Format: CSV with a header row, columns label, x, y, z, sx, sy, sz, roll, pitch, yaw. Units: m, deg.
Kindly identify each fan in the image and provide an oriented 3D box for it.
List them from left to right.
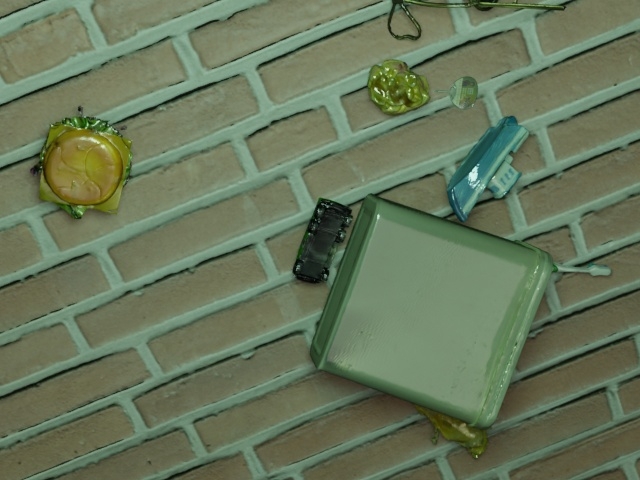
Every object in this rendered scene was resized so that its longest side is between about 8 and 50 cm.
label,x,y,z,sx,sy,sz,roll,pitch,yaw
fan,0.256,-0.278,1.875,0.080,0.003,0.060,30,103,-19

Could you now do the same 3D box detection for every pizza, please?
label,x,y,z,sx,sy,sz,roll,pitch,yaw
pizza,0.295,0.328,2.078,0.279,0.075,0.288,-25,112,1

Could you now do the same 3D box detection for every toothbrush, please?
label,x,y,z,sx,sy,sz,roll,pitch,yaw
toothbrush,0.430,0.051,2.019,0.303,0.030,0.030,3,110,-11

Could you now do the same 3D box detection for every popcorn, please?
label,x,y,z,sx,sy,sz,roll,pitch,yaw
popcorn,0.138,-0.267,1.819,0.109,0.089,0.097,15,119,-18

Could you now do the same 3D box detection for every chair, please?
label,x,y,z,sx,sy,sz,roll,pitch,yaw
chair,0.269,-0.460,1.740,0.325,0.170,0.160,0,125,38

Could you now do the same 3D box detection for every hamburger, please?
label,x,y,z,sx,sy,sz,roll,pitch,yaw
hamburger,-0.408,-0.131,1.771,0.164,0.093,0.190,23,104,-15

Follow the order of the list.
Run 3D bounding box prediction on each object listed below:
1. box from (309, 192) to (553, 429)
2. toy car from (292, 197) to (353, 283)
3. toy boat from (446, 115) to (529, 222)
label,x,y,z,sx,sy,sz,roll,pitch,yaw
box,0.197,0.127,1.897,0.343,0.177,0.352,19,96,-9
toy car,0.000,0.000,1.907,0.071,0.062,0.165,17,107,-15
toy boat,0.317,-0.122,1.876,0.102,0.088,0.215,41,79,-12
